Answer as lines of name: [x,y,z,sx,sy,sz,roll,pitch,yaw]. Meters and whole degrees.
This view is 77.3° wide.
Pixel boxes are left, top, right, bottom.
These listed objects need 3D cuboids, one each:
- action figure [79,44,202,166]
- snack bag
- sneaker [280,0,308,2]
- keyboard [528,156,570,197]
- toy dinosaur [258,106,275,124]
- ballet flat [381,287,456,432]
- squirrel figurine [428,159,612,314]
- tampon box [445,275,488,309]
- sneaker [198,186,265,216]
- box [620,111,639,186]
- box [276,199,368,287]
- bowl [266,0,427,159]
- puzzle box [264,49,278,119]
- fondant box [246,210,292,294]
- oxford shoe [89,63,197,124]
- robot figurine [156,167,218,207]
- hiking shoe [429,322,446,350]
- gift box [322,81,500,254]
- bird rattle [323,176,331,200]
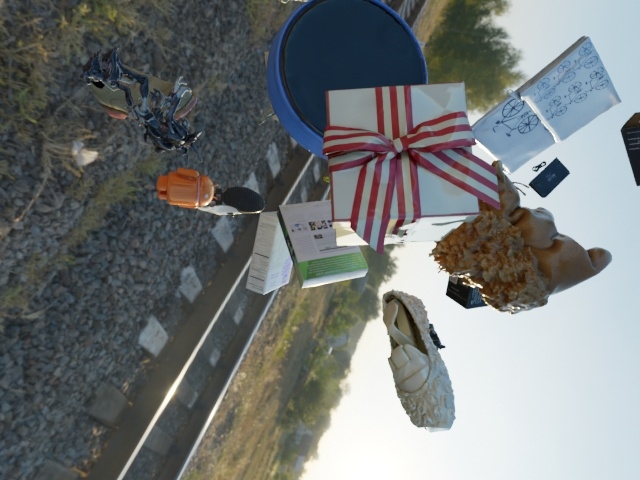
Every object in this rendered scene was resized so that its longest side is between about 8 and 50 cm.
action figure: [-0.352,-0.290,0.866,0.275,0.164,0.140,46,53,-45]
snack bag: [0.596,-0.331,1.082,0.343,0.323,0.037,-38,-128,31]
sneaker: [0.045,-0.746,1.155,0.158,0.411,0.181,83,1,-69]
keyboard: [0.820,-0.237,1.452,0.180,0.108,0.023,-38,175,-21]
toy dinosaur: [-0.034,-0.371,0.965,0.064,0.269,0.118,-123,-163,-61]
ballet flat: [0.214,0.273,1.003,0.408,0.147,0.146,-91,-166,-57]
squirrel figurine: [0.474,-0.018,1.043,0.397,0.370,0.281,-19,170,-39]
tampon box: [0.564,0.172,1.462,0.120,0.161,0.101,-141,-128,-60]
sneaker: [-0.426,-0.177,1.872,0.146,0.331,0.122,122,-27,-72]
box: [0.999,-0.271,1.159,0.108,0.207,0.153,-41,-158,-21]
box: [0.000,0.000,1.389,0.058,0.233,0.321,106,-31,-51]
bowl: [0.072,-0.380,0.935,0.390,0.392,0.077,-69,-166,-6]
puzzle box: [-0.095,-0.722,1.744,0.409,0.052,0.271,-49,146,-44]
fondant box: [-0.195,0.042,1.728,0.238,0.096,0.329,-18,123,-68]
oxford shoe: [-0.482,-0.387,1.046,0.130,0.349,0.122,60,45,-56]
robot figurine: [-0.506,-0.197,1.529,0.128,0.220,0.157,-140,-125,-71]
hiking shoe: [0.281,0.351,1.162,0.114,0.086,0.226,-114,-145,-53]
gift box: [0.138,-0.104,0.701,0.258,0.256,0.276,74,8,-77]
bird rattle: [0.114,-0.167,1.603,0.143,0.254,0.206,-18,-142,52]
